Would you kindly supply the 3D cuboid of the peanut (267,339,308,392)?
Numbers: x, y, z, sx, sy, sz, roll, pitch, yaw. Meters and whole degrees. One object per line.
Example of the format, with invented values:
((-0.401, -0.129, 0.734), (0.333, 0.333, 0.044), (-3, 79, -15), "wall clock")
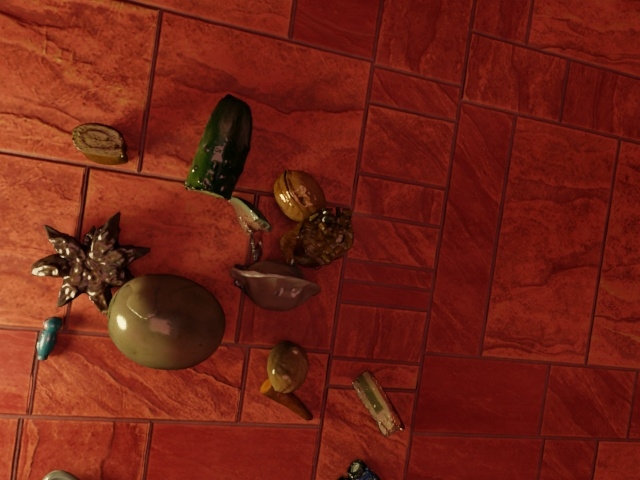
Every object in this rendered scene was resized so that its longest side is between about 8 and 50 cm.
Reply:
((-0.105, 0.401, 1.542), (0.140, 0.109, 0.159), (29, 57, -8), "peanut")

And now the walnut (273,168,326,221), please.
((-0.067, -0.139, 1.519), (0.144, 0.144, 0.180), (-37, 108, -10), "walnut")

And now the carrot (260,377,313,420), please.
((-0.099, 0.526, 1.591), (0.209, 0.061, 0.061), (41, 82, -18), "carrot")

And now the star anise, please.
((-0.646, 0.054, 1.387), (0.315, 0.108, 0.315), (-2, 100, -11), "star anise")

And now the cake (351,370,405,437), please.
((0.200, 0.558, 1.636), (0.086, 0.117, 0.220), (-32, 102, -5), "cake")

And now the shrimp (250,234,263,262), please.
((-0.199, 0.026, 1.546), (0.038, 0.029, 0.092), (-6, 90, -15), "shrimp")

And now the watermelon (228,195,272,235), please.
((-0.224, -0.084, 1.509), (0.080, 0.101, 0.155), (-31, 86, -4), "watermelon")

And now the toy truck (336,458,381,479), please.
((0.110, 0.853, 1.623), (0.208, 0.126, 0.113), (-46, 103, -8), "toy truck")

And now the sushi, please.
((0.002, -0.002, 1.503), (0.296, 0.179, 0.167), (1, 76, -39), "sushi")

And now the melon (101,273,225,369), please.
((-0.436, 0.228, 1.369), (0.330, 0.268, 0.269), (20, 88, -33), "melon")

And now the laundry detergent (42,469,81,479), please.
((-0.763, 0.772, 1.398), (0.280, 0.105, 0.215), (43, 83, -11), "laundry detergent")

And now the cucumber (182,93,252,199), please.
((-0.289, -0.286, 1.462), (0.145, 0.105, 0.325), (19, 84, 1), "cucumber")

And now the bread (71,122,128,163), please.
((-0.599, -0.265, 1.349), (0.132, 0.172, 0.103), (6, 91, -16), "bread")

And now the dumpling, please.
((-0.134, 0.147, 1.482), (0.293, 0.204, 0.163), (16, 102, -25), "dumpling")

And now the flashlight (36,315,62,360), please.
((-0.775, 0.280, 1.397), (0.051, 0.051, 0.129), (15, 92, -15), "flashlight")
